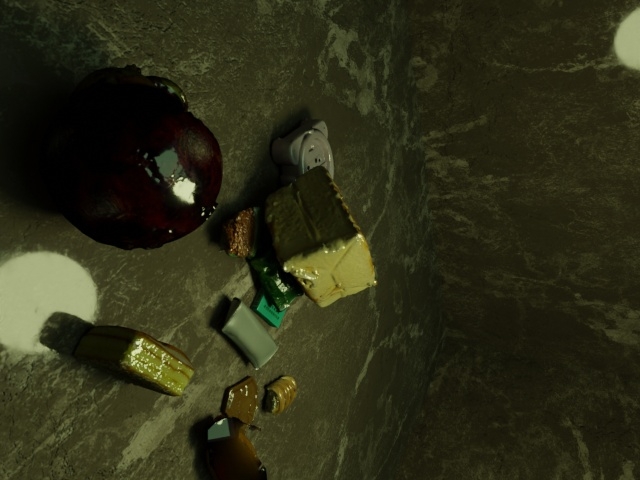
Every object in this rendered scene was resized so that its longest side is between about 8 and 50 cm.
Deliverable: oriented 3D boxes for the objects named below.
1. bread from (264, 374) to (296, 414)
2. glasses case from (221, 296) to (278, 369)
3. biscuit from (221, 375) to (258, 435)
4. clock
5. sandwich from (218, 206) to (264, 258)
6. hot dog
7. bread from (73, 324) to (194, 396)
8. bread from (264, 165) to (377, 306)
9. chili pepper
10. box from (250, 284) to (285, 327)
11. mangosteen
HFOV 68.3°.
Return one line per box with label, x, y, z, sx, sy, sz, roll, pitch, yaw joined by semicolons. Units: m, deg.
bread;-0.153;0.602;1.849;0.177;0.084;0.119;-20;112;-61
glasses case;-0.256;0.325;1.635;0.128;0.083;0.308;-57;140;-29
biscuit;-0.279;0.605;1.679;0.182;0.034;0.215;-15;107;-58
clock;-0.050;-0.290;1.865;0.295;0.114;0.322;-49;135;-46
sandwich;-0.269;-0.035;1.544;0.160;0.109;0.184;29;63;-56
hot dog;-0.297;0.706;1.586;0.194;0.107;0.325;-20;107;-39
bread;-0.458;0.297;1.187;0.234;0.184;0.110;56;44;-49
bread;0.000;0.000;1.658;0.390;0.280;0.371;61;5;-58
chili pepper;-0.167;0.112;1.696;0.136;0.099;0.270;-34;114;-14
box;-0.169;0.196;1.798;0.161;0.042;0.226;54;50;-46
mangosteen;-0.418;-0.175;1.052;0.381;0.421;0.380;-24;143;-19
